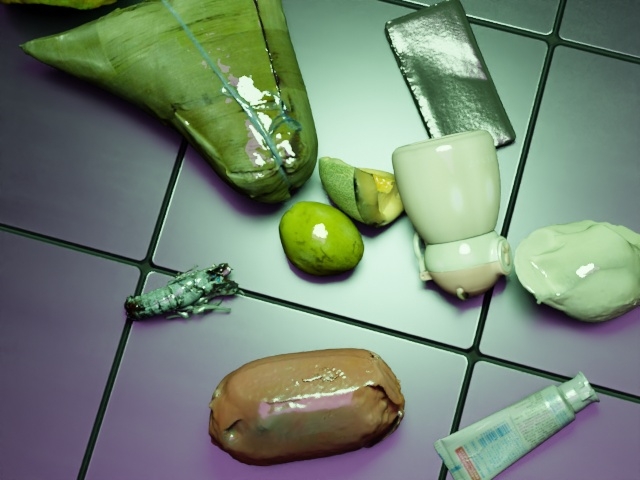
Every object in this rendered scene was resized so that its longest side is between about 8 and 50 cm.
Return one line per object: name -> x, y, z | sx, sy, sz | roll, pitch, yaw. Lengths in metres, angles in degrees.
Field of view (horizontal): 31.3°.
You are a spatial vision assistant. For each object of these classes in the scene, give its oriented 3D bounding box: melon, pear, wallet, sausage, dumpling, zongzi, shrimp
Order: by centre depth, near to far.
sausage -> -0.023, 0.230, 1.586 | 0.280, 0.152, 0.152 | -9, 79, 2
dumpling -> 0.388, 0.031, 1.633 | 0.216, 0.126, 0.166 | -19, 52, 7
pear -> 0.000, 0.000, 1.651 | 0.131, 0.107, 0.107 | 37, 82, -6
melon -> 0.052, -0.072, 1.659 | 0.128, 0.160, 0.079 | 24, 99, 34
zongzi -> -0.211, -0.194, 1.660 | 0.393, 0.174, 0.356 | -18, 77, 1
shrimp -> -0.200, 0.086, 1.660 | 0.174, 0.076, 0.082 | -18, 101, -1
wallet -> 0.196, -0.240, 1.728 | 0.124, 0.025, 0.244 | -21, 79, -1

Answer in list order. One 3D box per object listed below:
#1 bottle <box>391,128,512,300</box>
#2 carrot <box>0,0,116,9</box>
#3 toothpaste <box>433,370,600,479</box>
bottle -> 0.194, -0.031, 1.627 | 0.147, 0.147, 0.236 | -13, 95, 0
carrot -> -0.356, -0.464, 1.662 | 0.241, 0.340, 0.241 | 8, 51, -10
toothpaste -> 0.281, 0.267, 1.618 | 0.234, 0.057, 0.089 | -32, 78, 3
